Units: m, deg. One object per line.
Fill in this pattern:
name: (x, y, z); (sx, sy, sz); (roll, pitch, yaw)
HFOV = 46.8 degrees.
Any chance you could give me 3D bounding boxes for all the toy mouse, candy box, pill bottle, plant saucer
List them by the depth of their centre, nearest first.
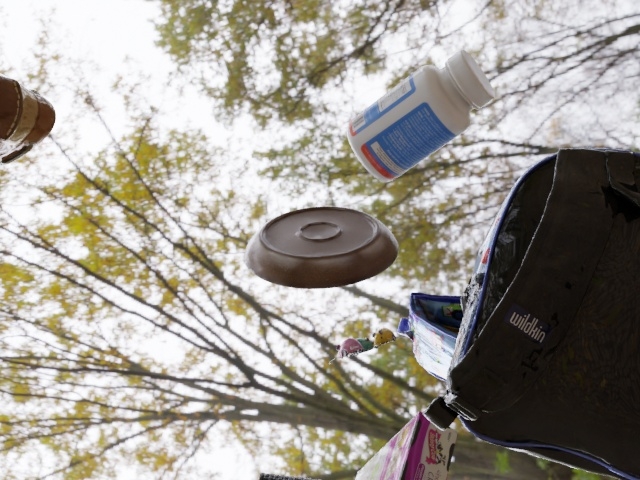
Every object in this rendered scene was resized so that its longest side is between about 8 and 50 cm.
candy box: (0.107, 0.381, 1.102); (0.071, 0.233, 0.159); (29, -134, -2)
pill bottle: (0.161, -0.200, 1.181); (0.124, 0.221, 0.124); (39, -148, -31)
toy mouse: (0.069, 0.199, 1.403); (0.161, 0.143, 0.031); (1, -113, -57)
plant saucer: (0.000, 0.000, 1.469); (0.310, 0.310, 0.050); (-32, -53, -45)

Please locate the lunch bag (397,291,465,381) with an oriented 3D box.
lunch bag: (0.271, 0.194, 1.271); (0.221, 0.293, 0.138); (71, -141, -56)

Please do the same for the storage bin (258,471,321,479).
storage bin: (-0.046, 0.397, 0.991); (0.180, 0.084, 0.122); (94, -176, -56)

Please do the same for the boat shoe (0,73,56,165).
boat shoe: (-0.424, -0.123, 0.878); (0.120, 0.324, 0.123); (12, -99, -44)

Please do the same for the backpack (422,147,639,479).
backpack: (0.248, 0.060, 0.641); (0.213, 0.276, 0.263); (46, -122, -84)
